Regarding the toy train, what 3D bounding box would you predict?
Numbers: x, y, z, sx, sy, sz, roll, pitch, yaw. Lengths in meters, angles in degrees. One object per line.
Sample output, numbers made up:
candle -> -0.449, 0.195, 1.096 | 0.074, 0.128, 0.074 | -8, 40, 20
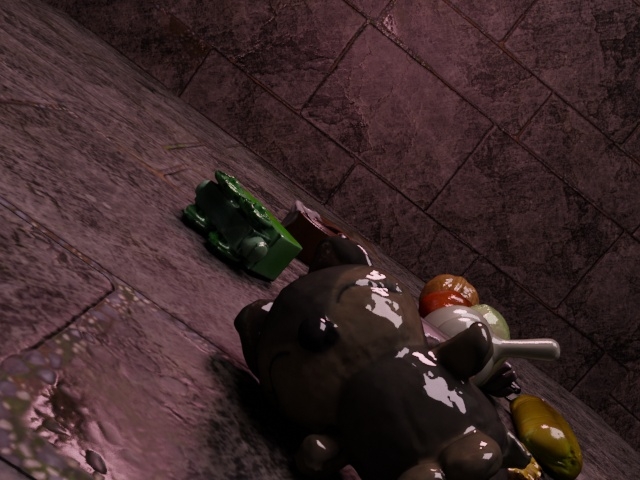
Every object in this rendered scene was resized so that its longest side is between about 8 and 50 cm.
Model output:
toy train -> -0.163, -0.032, 1.179 | 0.243, 0.132, 0.188 | 46, 6, 33

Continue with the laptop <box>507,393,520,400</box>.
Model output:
laptop -> 0.597, 0.485, 1.958 | 0.269, 0.015, 0.188 | 40, 8, 12

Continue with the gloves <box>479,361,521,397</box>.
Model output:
gloves -> 0.516, 0.403, 1.729 | 0.142, 0.119, 0.285 | 24, -3, -13

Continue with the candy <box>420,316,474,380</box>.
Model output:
candy -> 0.215, 0.249, 1.198 | 0.185, 0.137, 0.195 | 36, 6, -12

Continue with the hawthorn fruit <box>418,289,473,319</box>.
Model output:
hawthorn fruit -> 0.413, 0.261, 1.946 | 0.225, 0.196, 0.196 | 10, -16, 47

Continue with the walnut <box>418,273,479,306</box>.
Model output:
walnut -> 0.488, 0.237, 2.149 | 0.228, 0.228, 0.228 | 37, 8, -6

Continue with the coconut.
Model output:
coconut -> 0.406, 0.294, 1.559 | 0.236, 0.236, 0.204 | -114, 178, -74

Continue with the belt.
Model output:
belt -> 0.000, 0.000, 1.717 | 0.217, 0.122, 0.339 | 44, 10, 30

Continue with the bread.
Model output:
bread -> 0.609, 0.509, 1.522 | 0.166, 0.112, 0.383 | 39, 8, 12

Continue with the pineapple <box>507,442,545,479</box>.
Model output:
pineapple -> 0.300, 0.381, 1.028 | 0.225, 0.076, 0.225 | 34, 7, -5

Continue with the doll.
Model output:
doll -> 0.060, 0.200, 0.731 | 0.382, 0.252, 0.378 | 48, -20, 38

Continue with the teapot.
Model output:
teapot -> 0.387, 0.245, 1.373 | 0.149, 0.318, 0.220 | 105, -38, -79
